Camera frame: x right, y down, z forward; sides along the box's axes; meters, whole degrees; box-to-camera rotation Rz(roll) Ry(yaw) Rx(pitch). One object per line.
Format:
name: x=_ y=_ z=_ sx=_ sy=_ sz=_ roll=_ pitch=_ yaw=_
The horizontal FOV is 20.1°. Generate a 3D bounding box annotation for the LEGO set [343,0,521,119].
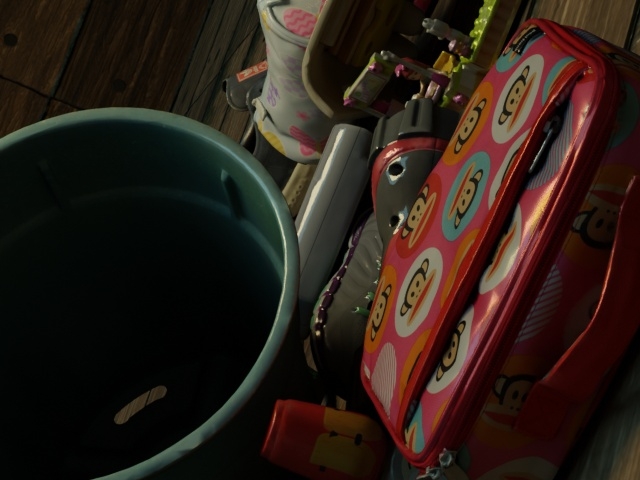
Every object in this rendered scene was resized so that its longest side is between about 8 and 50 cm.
LEGO set: x=0.108 y=-0.189 z=1.670 sx=0.287 sy=0.107 sz=0.132 roll=-60 pitch=14 yaw=31

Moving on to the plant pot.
plant pot: x=-0.146 y=0.126 z=1.472 sx=0.334 sy=0.341 sz=0.341 roll=68 pitch=-147 yaw=-55

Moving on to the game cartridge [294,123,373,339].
game cartridge: x=0.000 y=0.000 z=1.765 sx=0.294 sy=0.060 sz=0.196 roll=93 pitch=-165 yaw=-84

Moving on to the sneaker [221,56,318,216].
sneaker: x=-0.030 y=-0.200 z=2.182 sx=0.350 sy=0.148 sz=0.131 roll=-64 pitch=12 yaw=11

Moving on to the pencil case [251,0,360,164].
pencil case: x=-0.010 y=-0.194 z=1.987 sx=0.273 sy=0.124 sz=0.113 roll=98 pitch=-165 yaw=-64

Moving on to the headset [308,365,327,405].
headset: x=-0.103 y=0.295 z=1.721 sx=0.394 sy=0.185 sz=0.243 roll=-54 pitch=5 yaw=-14

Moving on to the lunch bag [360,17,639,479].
lunch bag: x=0.140 y=0.017 z=1.161 sx=0.293 sy=0.120 sz=0.258 roll=-65 pitch=16 yaw=13

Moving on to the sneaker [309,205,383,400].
sneaker: x=0.054 y=0.034 z=1.561 sx=0.098 sy=0.083 sz=0.223 roll=-47 pitch=22 yaw=45

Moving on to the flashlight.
flashlight: x=0.076 y=0.023 z=1.448 sx=0.103 sy=0.103 sz=0.304 roll=-26 pitch=37 yaw=33

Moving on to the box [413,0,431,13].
box: x=0.017 y=-0.347 z=1.992 sx=0.128 sy=0.257 sz=0.122 roll=-62 pitch=11 yaw=20

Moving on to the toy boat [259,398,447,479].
toy boat: x=-0.006 y=0.265 z=1.305 sx=0.267 sy=0.148 sz=0.318 roll=-86 pitch=15 yaw=-70

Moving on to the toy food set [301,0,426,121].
toy food set: x=0.101 y=-0.264 z=1.783 sx=0.306 sy=0.092 sz=0.220 roll=-66 pitch=-16 yaw=16
